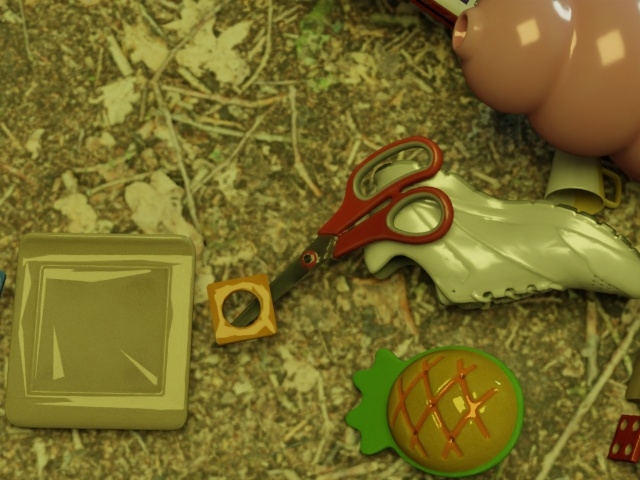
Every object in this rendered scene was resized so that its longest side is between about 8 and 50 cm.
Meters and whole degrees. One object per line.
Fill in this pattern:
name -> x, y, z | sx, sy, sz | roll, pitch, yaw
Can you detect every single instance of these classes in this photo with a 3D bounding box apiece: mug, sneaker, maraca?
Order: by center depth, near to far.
maraca -> 0.110, 0.162, 1.697 | 0.185, 0.099, 0.127 | 5, 76, 29
sneaker -> 0.182, 0.017, 1.748 | 0.297, 0.111, 0.129 | 15, 79, 16
mug -> 0.264, -0.063, 1.794 | 0.062, 0.078, 0.064 | -12, 57, 32

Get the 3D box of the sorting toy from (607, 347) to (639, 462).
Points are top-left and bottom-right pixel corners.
sorting toy -> 0.362, 0.107, 1.694 | 0.046, 0.132, 0.274 | 25, 76, -18

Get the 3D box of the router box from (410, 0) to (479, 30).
router box -> 0.175, -0.391, 1.787 | 0.301, 0.082, 0.335 | 31, 89, -15

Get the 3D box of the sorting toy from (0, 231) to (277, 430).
sorting toy -> -0.215, 0.092, 1.757 | 0.347, 0.047, 0.196 | 1, 76, 3

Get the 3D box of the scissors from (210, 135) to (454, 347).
scissors -> 0.000, 0.000, 1.747 | 0.297, 0.021, 0.109 | -28, 75, 16

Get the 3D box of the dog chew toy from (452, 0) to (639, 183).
dog chew toy -> 0.287, -0.166, 1.710 | 0.332, 0.206, 0.207 | 13, 71, -17
